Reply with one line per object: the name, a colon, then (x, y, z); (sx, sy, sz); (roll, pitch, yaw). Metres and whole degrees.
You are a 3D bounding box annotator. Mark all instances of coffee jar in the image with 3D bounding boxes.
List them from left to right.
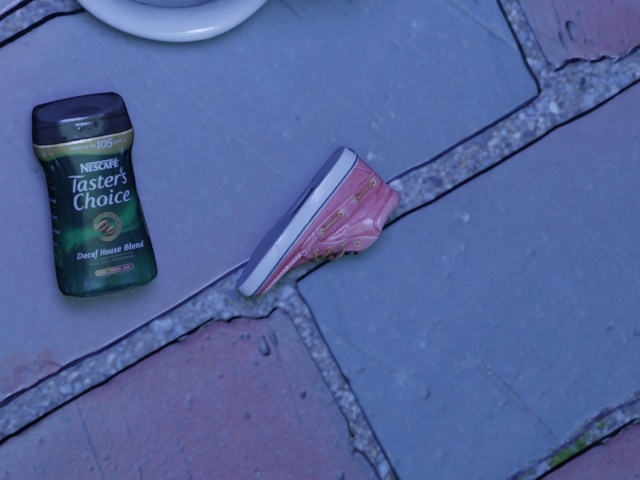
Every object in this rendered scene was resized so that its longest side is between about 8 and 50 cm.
coffee jar: (-0.213, -0.044, 1.723); (0.096, 0.079, 0.184); (-12, 103, -12)

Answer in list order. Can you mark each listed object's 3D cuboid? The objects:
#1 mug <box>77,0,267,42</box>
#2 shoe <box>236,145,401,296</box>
mug: (-0.094, -0.333, 1.623); (0.328, 0.276, 0.374); (14, 127, -29)
shoe: (0.000, 0.000, 1.793); (0.081, 0.063, 0.178); (39, 85, -13)
